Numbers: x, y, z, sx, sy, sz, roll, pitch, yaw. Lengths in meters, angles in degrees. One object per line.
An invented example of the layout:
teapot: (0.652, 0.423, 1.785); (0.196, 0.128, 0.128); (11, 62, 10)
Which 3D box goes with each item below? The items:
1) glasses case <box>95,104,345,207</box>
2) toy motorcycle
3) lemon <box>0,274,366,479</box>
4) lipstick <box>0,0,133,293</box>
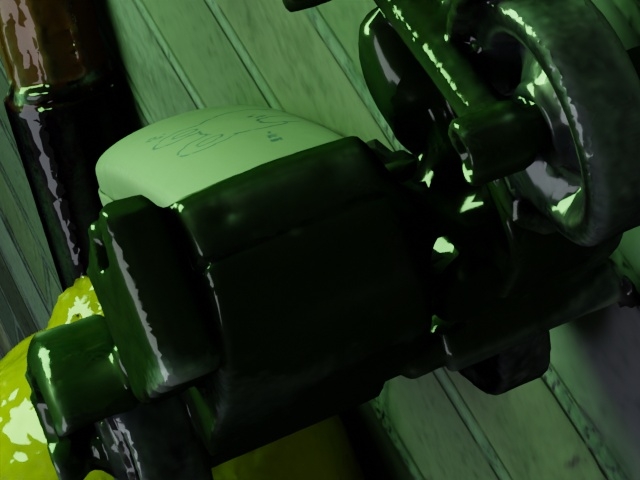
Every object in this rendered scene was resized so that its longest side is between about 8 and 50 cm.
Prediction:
glasses case: (-0.041, -0.024, 0.903); (0.233, 0.092, 0.059); (28, 138, 68)
toy motorcycle: (0.000, 0.000, 0.619); (0.275, 0.205, 0.127); (100, 147, -69)
lemon: (-0.086, 0.159, 1.019); (0.236, 0.236, 0.263); (52, 173, 44)
lipstick: (-0.174, -0.145, 1.203); (0.077, 0.077, 0.418); (-145, 40, -62)
